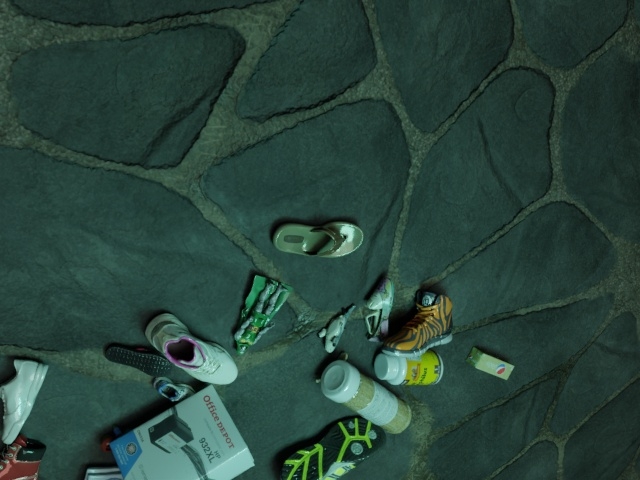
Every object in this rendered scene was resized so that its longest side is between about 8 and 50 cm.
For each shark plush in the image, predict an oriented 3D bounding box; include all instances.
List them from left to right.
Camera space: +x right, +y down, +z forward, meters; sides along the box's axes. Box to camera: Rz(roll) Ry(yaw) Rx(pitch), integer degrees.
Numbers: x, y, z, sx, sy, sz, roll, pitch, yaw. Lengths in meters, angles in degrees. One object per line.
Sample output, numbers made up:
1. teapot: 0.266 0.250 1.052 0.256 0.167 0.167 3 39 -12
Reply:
1. shark plush: 0.053 0.265 1.851 0.067 0.073 0.161 44 64 -50

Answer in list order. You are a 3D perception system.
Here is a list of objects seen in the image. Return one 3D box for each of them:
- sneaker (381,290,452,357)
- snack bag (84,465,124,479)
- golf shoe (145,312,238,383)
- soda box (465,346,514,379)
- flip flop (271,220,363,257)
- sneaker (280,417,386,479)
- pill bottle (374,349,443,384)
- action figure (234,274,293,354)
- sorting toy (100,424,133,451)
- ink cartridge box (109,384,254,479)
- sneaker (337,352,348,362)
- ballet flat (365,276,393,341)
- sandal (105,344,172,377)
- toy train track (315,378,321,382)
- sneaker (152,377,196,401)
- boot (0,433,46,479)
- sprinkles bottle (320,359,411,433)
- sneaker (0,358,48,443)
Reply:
1. sneaker: 0.308 0.254 1.914 0.321 0.124 0.180 -11 106 -46
2. snack bag: -0.530 0.783 1.728 0.342 0.037 0.323 9 103 -34
3. golf shoe: -0.332 0.318 1.609 0.306 0.140 0.115 40 86 -33
4. soda box: 0.613 0.444 2.174 0.181 0.058 0.061 25 95 -32
5. flip flop: 0.000 0.000 1.697 0.277 0.080 0.112 4 106 -28
6. sneaker: 0.038 0.699 1.952 0.384 0.145 0.147 -17 145 -24
7. pill bottle: 0.285 0.412 1.963 0.215 0.117 0.117 7 104 -28
8. action figure: -0.178 0.221 1.700 0.137 0.063 0.232 24 99 -34
9. sorting toy: -0.551 0.530 1.635 0.102 0.042 0.061 -17 130 -34
10. ink cartridge box: -0.367 0.570 1.610 0.307 0.223 0.129 -28 144 -17
11. sneaker: 0.072 0.389 1.901 0.037 0.032 0.083 7 114 -35
12. ballet flat: 0.177 0.221 1.871 0.079 0.077 0.222 -6 114 -21
13. sandal: -0.474 0.310 1.590 0.179 0.040 0.067 22 108 -15
14. toy train track: 0.024 0.444 1.903 0.083 0.014 0.048 7 104 -28
15. sneaker: -0.398 0.422 1.657 0.135 0.058 0.052 31 92 -32
16. boot: -0.816 0.558 1.482 0.244 0.088 0.176 11 102 -37
17. sprinkles bottle: 0.150 0.500 1.904 0.121 0.121 0.355 -52 127 -2
18. sneaker: -0.748 0.387 1.469 0.094 0.080 0.212 23 90 -19
